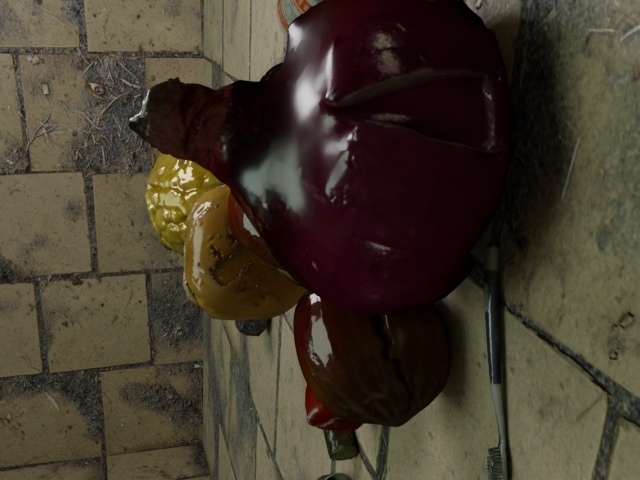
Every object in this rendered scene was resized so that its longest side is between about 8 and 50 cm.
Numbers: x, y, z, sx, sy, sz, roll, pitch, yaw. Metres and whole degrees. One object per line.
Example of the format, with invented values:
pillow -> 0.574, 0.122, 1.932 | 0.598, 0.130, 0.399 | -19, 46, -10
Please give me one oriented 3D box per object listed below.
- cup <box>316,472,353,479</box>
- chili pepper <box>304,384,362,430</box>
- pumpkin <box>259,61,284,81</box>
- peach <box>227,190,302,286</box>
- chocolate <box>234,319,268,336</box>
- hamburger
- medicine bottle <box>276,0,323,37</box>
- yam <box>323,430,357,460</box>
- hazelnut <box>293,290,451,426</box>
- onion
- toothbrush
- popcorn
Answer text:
cup -> 0.036, 0.511, 1.435 | 0.074, 0.102, 0.099 | -58, 2, -23
chili pepper -> 0.063, 0.221, 1.163 | 0.338, 0.134, 0.131 | 121, 156, -64
pumpkin -> -0.061, -0.240, 1.451 | 0.238, 0.159, 0.238 | 180, 90, -69
peach -> -0.022, -0.052, 1.207 | 0.252, 0.252, 0.253 | 177, 90, -73
chocolate -> -0.196, 0.168, 2.059 | 0.110, 0.110, 0.248 | -125, 39, -61
hamburger -> -0.161, 0.024, 1.612 | 0.174, 0.284, 0.305 | -169, 81, -74
medicine bottle -> 0.018, -0.424, 1.196 | 0.252, 0.144, 0.145 | 149, 117, -70
yam -> 0.018, 0.309, 1.461 | 0.061, 0.061, 0.274 | 108, 155, -49
hazelnut -> 0.073, 0.141, 0.974 | 0.181, 0.212, 0.181 | -124, 27, -58
onion -> -0.004, -0.103, 0.842 | 0.398, 0.420, 0.399 | 176, 90, -80
toothbrush -> 0.207, 0.148, 0.858 | 0.024, 0.026, 0.288 | 179, 89, -70
popcorn -> -0.305, -0.135, 1.960 | 0.390, 0.344, 0.354 | -107, 15, -55
